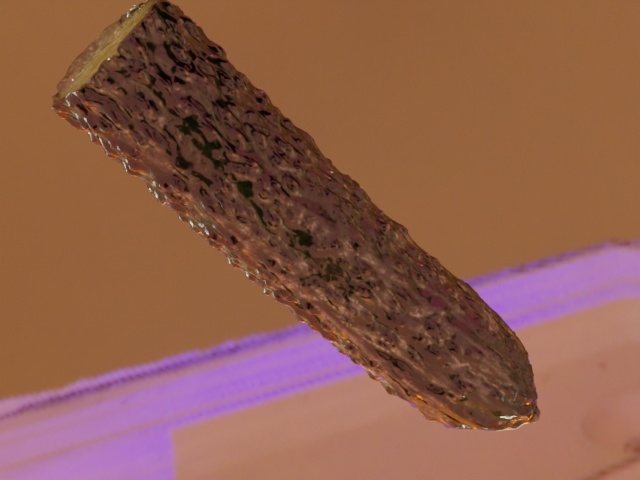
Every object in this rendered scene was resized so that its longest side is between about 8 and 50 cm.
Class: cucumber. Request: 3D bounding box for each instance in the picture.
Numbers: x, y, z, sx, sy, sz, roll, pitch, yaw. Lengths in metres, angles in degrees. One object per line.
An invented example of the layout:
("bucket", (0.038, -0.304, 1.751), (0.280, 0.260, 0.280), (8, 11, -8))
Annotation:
("cucumber", (0.000, 0.000, 0.996), (0.359, 0.096, 0.096), (42, -69, -17))
